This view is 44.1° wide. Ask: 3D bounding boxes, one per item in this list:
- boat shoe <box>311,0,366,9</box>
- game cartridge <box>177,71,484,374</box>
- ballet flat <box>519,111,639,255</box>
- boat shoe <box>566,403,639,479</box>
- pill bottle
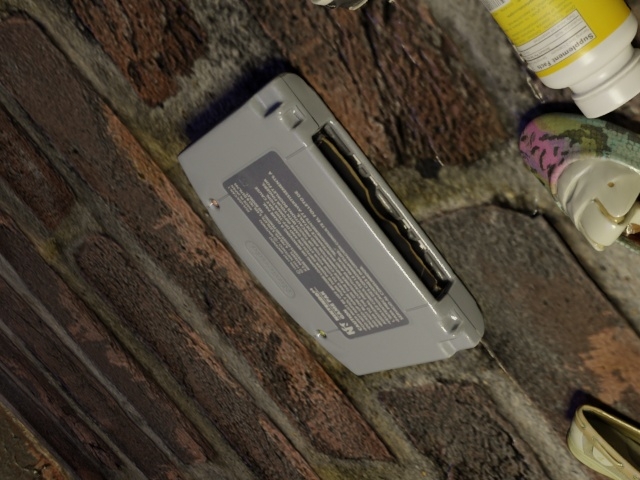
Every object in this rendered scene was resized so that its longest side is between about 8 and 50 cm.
[{"bbox_3d":[0.040,-0.196,0.528,0.125,0.038,0.046,-37,57,48],"label":"boat shoe"},{"bbox_3d":[0.000,0.000,0.748,0.196,0.060,0.294,-25,108,48],"label":"game cartridge"},{"bbox_3d":[0.221,-0.009,0.513,0.222,0.079,0.076,33,143,13],"label":"ballet flat"},{"bbox_3d":[0.287,0.192,0.675,0.153,0.056,0.048,30,147,28],"label":"boat shoe"},{"bbox_3d":[0.146,-0.132,0.471,0.116,0.065,0.065,50,143,-11],"label":"pill bottle"}]
